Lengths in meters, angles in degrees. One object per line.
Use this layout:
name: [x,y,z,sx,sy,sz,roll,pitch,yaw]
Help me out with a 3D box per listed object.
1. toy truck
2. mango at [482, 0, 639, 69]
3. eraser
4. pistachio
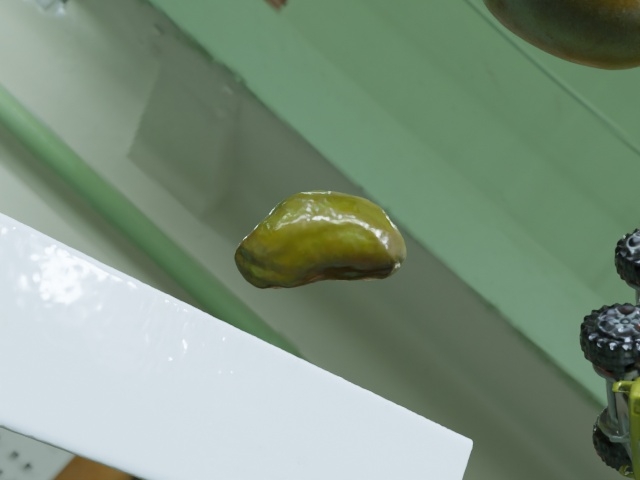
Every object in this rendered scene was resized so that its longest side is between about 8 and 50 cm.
toy truck: [0.282,0.077,0.916,0.111,0.286,0.136,3,-57,24]
mango: [0.403,-0.384,1.751,0.384,0.199,0.221,32,-60,37]
eraser: [-0.057,0.078,0.536,0.298,0.078,0.076,31,-14,-37]
pistachio: [-0.002,-0.003,1.237,0.100,0.190,0.110,-112,-159,-58]
